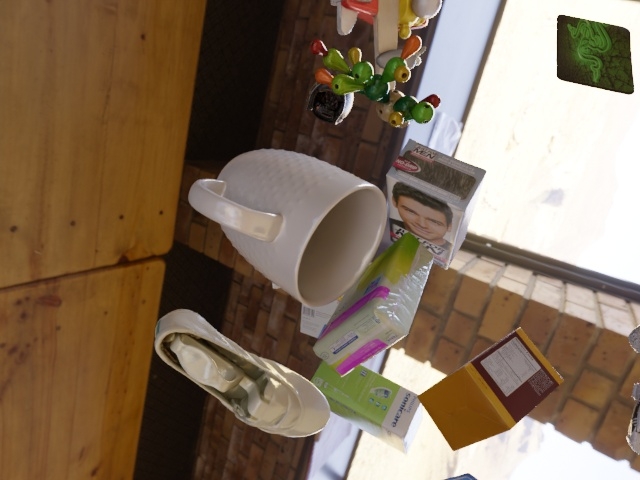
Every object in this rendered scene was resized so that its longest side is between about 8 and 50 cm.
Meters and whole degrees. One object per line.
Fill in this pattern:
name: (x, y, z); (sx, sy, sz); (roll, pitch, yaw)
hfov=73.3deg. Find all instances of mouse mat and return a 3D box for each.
mouse mat: (0.548, -0.376, 0.861); (0.007, 0.153, 0.189); (97, 7, -65)

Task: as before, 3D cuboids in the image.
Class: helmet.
helmet: (0.034, -0.483, 1.476); (0.161, 0.169, 0.169); (-68, 168, -64)

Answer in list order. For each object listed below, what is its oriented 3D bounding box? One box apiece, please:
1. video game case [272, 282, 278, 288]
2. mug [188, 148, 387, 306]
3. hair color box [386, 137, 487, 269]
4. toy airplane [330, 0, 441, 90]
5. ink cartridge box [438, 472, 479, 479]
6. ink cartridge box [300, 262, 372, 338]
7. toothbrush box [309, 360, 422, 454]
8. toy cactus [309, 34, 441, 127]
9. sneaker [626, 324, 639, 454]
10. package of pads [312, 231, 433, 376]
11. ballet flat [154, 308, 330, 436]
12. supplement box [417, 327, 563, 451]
video game case: (-0.065, 0.078, 1.326); (0.190, 0.173, 0.022); (-106, -168, -60)
mug: (-0.096, -0.058, 0.898); (0.374, 0.328, 0.276); (3, 114, -55)
hair color box: (0.275, -0.073, 1.076); (0.113, 0.185, 0.374); (-56, 159, -14)
toy airplane: (0.218, -0.708, 1.285); (0.384, 0.272, 0.386); (-63, 144, -21)
ink cartridge box: (0.232, 0.473, 0.498); (0.270, 0.395, 0.151); (8, 96, -33)
ink cartridge box: (0.067, 0.206, 1.552); (0.197, 0.198, 0.270); (-1, 97, -44)
toothbrush box: (0.131, 0.450, 1.200); (0.122, 0.283, 0.206); (-53, 148, -26)
toy cactus: (0.095, -0.230, 0.648); (0.180, 0.219, 0.112); (19, 100, -59)
sneaker: (0.860, 0.346, 1.074); (0.210, 0.137, 0.365); (-38, 145, -70)
package of pads: (0.122, 0.141, 0.960); (0.229, 0.101, 0.296); (-47, -177, 40)
ballet flat: (-0.154, 0.279, 0.830); (0.139, 0.400, 0.139); (-53, -174, 8)
supplement box: (0.346, 0.309, 0.895); (0.194, 0.129, 0.191); (-19, 153, -32)
